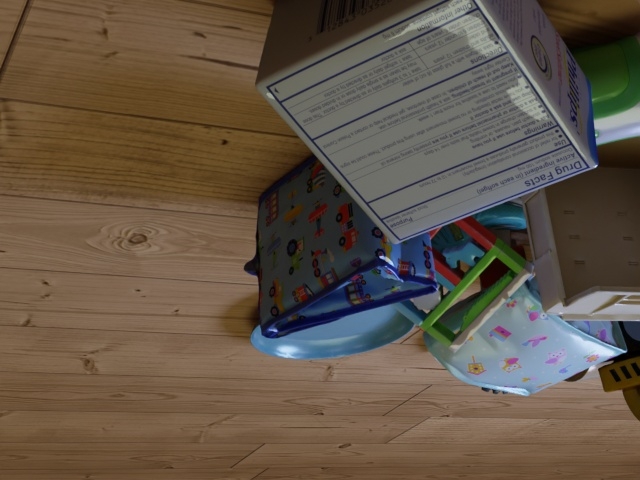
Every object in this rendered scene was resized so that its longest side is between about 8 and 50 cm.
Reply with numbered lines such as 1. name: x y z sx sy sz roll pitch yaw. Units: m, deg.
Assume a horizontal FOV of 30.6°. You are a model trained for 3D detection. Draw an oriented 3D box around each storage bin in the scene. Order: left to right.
1. storage bin: 0.433 -0.026 1.672 0.260 0.262 0.123 2 157 -20

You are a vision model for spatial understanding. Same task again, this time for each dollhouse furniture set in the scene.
1. dollhouse furniture set: 0.314 0.064 1.989 0.262 0.135 0.259 -12 155 10

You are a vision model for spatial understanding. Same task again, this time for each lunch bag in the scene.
1. lunch bag: 0.000 0.000 1.648 0.293 0.221 0.138 -24 148 35
2. lunch bag: 0.320 0.135 1.880 0.262 0.160 0.223 20 139 -39

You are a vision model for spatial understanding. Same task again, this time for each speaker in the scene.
1. speaker: 0.291 -0.168 1.468 0.297 0.131 0.131 -13 155 12

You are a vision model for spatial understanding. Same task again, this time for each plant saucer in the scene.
1. plant saucer: 0.022 0.154 2.221 0.318 0.043 0.317 -7 156 -3

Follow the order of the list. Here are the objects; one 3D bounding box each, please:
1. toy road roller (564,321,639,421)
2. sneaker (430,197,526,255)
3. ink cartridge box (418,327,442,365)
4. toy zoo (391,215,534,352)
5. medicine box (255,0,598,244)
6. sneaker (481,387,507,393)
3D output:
1. toy road roller: 0.569 0.225 2.054 0.202 0.240 0.329 -4 165 -36
2. sneaker: 0.197 -0.009 1.825 0.275 0.110 0.107 -10 156 4
3. ink cartridge box: 0.295 0.204 2.410 0.145 0.045 0.179 -15 157 15
4. toy zoo: 0.144 0.016 1.744 0.293 0.030 0.192 38 121 -2
5. medicine box: 0.122 -0.170 1.286 0.263 0.149 0.289 -22 130 29
6. sneaker: 0.468 0.202 2.349 0.344 0.134 0.146 -14 130 -12
